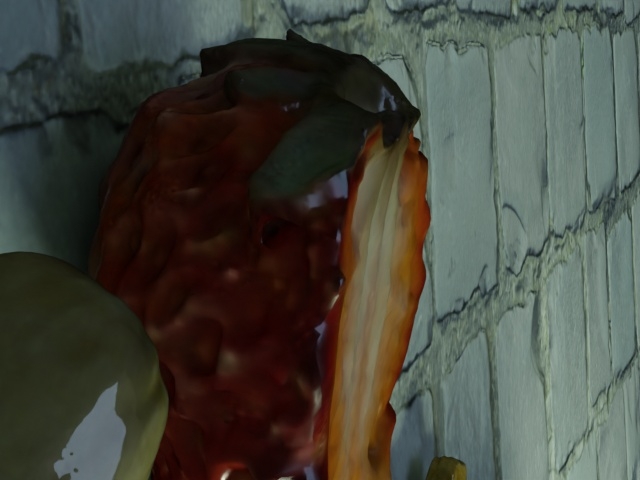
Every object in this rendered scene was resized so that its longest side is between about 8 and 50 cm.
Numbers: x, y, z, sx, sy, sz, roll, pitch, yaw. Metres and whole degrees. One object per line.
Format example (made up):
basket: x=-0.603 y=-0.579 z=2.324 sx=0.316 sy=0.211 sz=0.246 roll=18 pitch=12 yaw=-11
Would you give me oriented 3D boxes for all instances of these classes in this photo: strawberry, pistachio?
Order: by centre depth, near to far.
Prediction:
pistachio: x=-0.128 y=0.089 z=0.564 sx=0.126 sy=0.108 sz=0.185 roll=43 pitch=54 yaw=-32
strawberry: x=-0.037 y=0.062 z=0.771 sx=0.265 sy=0.149 sz=0.336 roll=-55 pitch=151 yaw=-67

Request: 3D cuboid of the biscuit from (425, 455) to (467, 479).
biscuit: x=0.107 y=0.299 z=1.269 sx=0.166 sy=0.036 sz=0.226 roll=-64 pitch=150 yaw=-48
